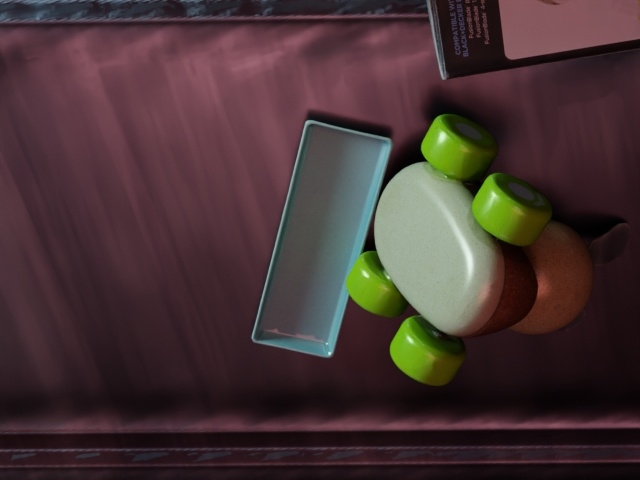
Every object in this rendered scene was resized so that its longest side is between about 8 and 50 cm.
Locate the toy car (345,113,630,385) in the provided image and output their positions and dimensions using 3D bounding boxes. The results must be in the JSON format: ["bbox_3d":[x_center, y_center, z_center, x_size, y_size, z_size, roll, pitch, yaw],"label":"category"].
[{"bbox_3d":[0.144,0.015,1.023,0.188,0.149,0.155,8,123,-35],"label":"toy car"}]

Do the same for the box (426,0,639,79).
[{"bbox_3d":[0.207,-0.192,0.881,0.289,0.169,0.087,-9,117,4],"label":"box"}]

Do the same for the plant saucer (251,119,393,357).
[{"bbox_3d":[0.000,0.000,1.056,0.067,0.018,0.192,13,114,-5],"label":"plant saucer"}]
